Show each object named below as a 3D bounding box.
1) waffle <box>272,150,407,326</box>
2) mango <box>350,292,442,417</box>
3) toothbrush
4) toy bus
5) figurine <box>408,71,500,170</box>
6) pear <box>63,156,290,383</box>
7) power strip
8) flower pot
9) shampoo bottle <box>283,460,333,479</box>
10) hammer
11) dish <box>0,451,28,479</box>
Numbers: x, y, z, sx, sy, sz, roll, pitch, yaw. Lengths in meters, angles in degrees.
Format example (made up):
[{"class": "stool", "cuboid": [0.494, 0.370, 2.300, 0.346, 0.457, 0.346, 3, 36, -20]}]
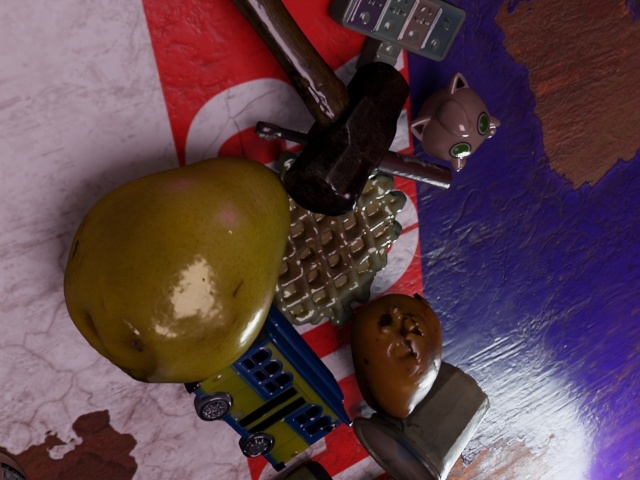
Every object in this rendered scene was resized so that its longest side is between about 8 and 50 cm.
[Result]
[{"class": "waffle", "cuboid": [0.000, 0.000, 1.418, 0.292, 0.056, 0.309, 9, 106, -38]}, {"class": "mango", "cuboid": [0.131, 0.193, 1.521, 0.153, 0.201, 0.287, -8, 149, 2]}, {"class": "toothbrush", "cuboid": [0.059, -0.129, 1.344, 0.364, 0.041, 0.041, 11, 107, -35]}, {"class": "toy bus", "cuboid": [-0.089, 0.215, 1.374, 0.175, 0.138, 0.287, -34, 133, 2]}, {"class": "figurine", "cuboid": [0.212, -0.185, 1.425, 0.125, 0.125, 0.138, -50, 134, -3]}, {"class": "pear", "cuboid": [-0.166, 0.030, 1.172, 0.336, 0.285, 0.285, -36, 130, -11]}, {"class": "power strip", "cuboid": [0.102, -0.311, 1.328, 0.216, 0.061, 0.145, 11, 115, -38]}, {"class": "flower pot", "cuboid": [0.197, 0.342, 1.679, 0.202, 0.212, 0.212, -46, 134, -26]}, {"class": "shampoo bottle", "cuboid": [-0.097, 0.514, 1.604, 0.284, 0.101, 0.101, -32, 129, -17]}, {"class": "hammer", "cuboid": [-0.037, -0.252, 1.179, 0.409, 0.095, 0.242, 53, 52, -28]}, {"class": "dish", "cuboid": [-0.505, 0.397, 1.254, 0.213, 0.090, 0.213, -17, 122, -28]}]
